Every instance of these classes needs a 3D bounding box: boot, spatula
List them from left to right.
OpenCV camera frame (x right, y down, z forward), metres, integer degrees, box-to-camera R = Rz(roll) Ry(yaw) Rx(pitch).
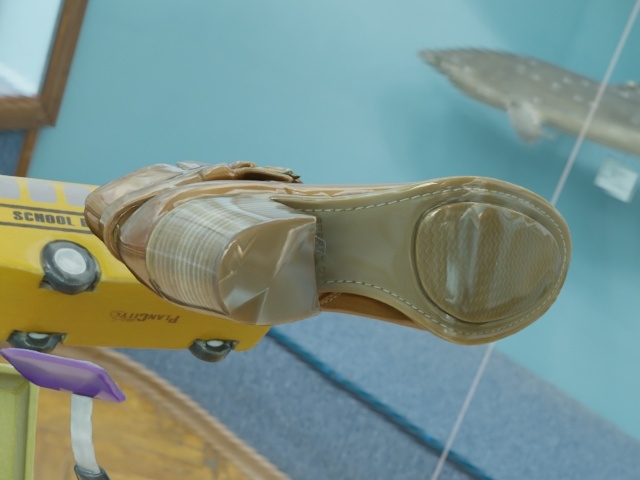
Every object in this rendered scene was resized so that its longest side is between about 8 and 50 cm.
[{"bbox_3d":[-0.182,0.159,1.015,0.084,0.296,0.030,11,52,10],"label":"spatula"},{"bbox_3d":[0.000,0.000,0.857,0.283,0.109,0.220,-8,14,-29],"label":"boot"}]

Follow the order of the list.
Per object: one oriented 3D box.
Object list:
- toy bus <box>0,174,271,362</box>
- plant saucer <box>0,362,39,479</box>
[{"bbox_3d":[-0.192,0.025,1.182,0.333,0.108,0.130,5,47,-34],"label":"toy bus"},{"bbox_3d":[-0.480,0.283,1.518,0.333,0.332,0.081,6,8,8],"label":"plant saucer"}]
